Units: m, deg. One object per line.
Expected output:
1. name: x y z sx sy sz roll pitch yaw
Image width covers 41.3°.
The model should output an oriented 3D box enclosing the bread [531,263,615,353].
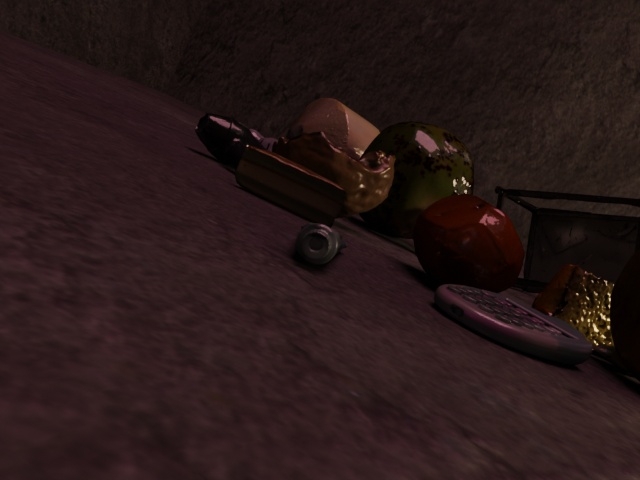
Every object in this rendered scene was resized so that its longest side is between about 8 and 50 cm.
1. bread: 0.453 0.117 1.473 0.260 0.129 0.134 22 0 -35

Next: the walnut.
1. walnut: 0.015 -0.119 1.606 0.238 0.141 0.204 4 -11 17

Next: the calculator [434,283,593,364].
1. calculator: 0.275 0.117 1.182 0.299 0.041 0.185 15 12 -46

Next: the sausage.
1. sausage: 0.236 0.008 1.394 0.268 0.153 0.141 -121 -174 -79

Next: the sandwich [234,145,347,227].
1. sandwich: -0.054 -0.091 1.453 0.163 0.079 0.113 32 12 38

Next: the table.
1. table: 0.587 0.019 1.926 0.335 0.222 0.272 7 -5 34

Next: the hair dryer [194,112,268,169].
1. hair dryer: -0.137 -0.146 1.724 0.235 0.091 0.272 33 14 -28

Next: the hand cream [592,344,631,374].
1. hand cream: 0.531 0.205 1.415 0.186 0.054 0.087 13 17 -32

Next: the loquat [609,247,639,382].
1. loquat: 0.584 0.123 1.286 0.276 0.276 0.284 24 7 -11

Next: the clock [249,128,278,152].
1. clock: -0.158 -0.244 2.245 0.117 0.080 0.176 21 7 -33

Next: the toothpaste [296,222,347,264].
1. toothpaste: 0.000 0.000 1.094 0.074 0.048 0.297 22 3 1

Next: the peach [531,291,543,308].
1. peach: 0.473 0.132 1.698 0.098 0.061 0.098 17 8 -2

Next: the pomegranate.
1. pomegranate: 0.221 -0.088 1.847 0.285 0.285 0.341 19 42 -41

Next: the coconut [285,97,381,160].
1. coconut: 0.021 -0.221 2.094 0.244 0.239 0.239 27 4 -40
